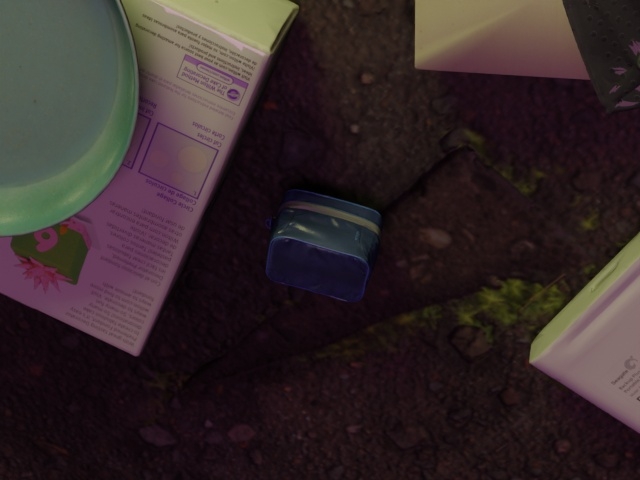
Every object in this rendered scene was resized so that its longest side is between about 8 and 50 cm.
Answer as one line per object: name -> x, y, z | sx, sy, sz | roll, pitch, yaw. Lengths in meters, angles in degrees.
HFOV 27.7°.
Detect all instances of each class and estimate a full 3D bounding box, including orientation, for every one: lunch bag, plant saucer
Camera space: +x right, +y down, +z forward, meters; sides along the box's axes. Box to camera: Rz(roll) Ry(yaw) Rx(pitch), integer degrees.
lunch bag -> 0.000, 0.000, 1.082 | 0.098, 0.065, 0.067 | 17, 141, 1
plant saucer -> -0.276, -0.147, 0.949 | 0.318, 0.043, 0.317 | 8, 125, 11

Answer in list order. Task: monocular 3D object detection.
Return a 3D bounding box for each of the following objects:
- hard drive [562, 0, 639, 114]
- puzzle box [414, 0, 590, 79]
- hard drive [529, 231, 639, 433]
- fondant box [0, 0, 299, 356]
hard drive -> 0.229, -0.214, 0.822 | 0.172, 0.054, 0.254 | -11, 120, 20
puzzle box -> 0.200, -0.295, 0.840 | 0.272, 0.052, 0.409 | 6, 124, 10
hard drive -> 0.360, 0.113, 1.085 | 0.307, 0.040, 0.203 | 32, 125, -9
fondant box -> -0.191, -0.090, 1.047 | 0.238, 0.096, 0.330 | 26, 125, -3
